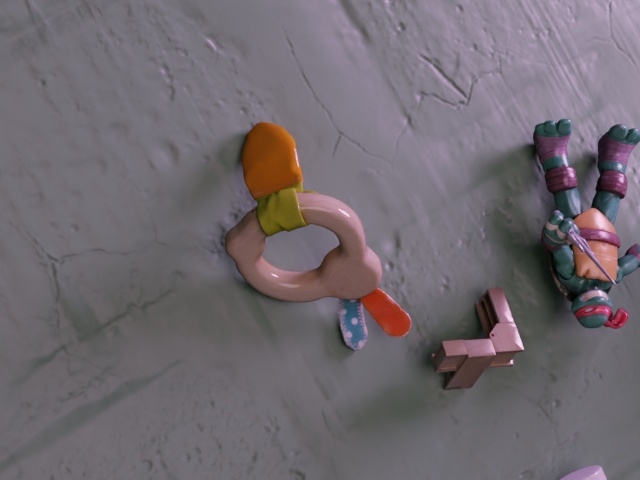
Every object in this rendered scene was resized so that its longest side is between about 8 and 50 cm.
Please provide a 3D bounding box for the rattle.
[{"bbox_3d":[0.000,0.000,1.626,0.200,0.142,0.130,30,107,-31],"label":"rattle"}]

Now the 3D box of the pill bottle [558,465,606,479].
[{"bbox_3d":[0.278,0.288,1.680,0.067,0.067,0.120,-24,93,-22],"label":"pill bottle"}]

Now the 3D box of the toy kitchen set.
[{"bbox_3d":[0.141,0.098,1.666,0.083,0.068,0.075,-3,57,-21],"label":"toy kitchen set"}]

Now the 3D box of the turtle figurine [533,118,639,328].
[{"bbox_3d":[0.275,-0.001,1.686,0.175,0.118,0.234,11,64,-34],"label":"turtle figurine"}]
